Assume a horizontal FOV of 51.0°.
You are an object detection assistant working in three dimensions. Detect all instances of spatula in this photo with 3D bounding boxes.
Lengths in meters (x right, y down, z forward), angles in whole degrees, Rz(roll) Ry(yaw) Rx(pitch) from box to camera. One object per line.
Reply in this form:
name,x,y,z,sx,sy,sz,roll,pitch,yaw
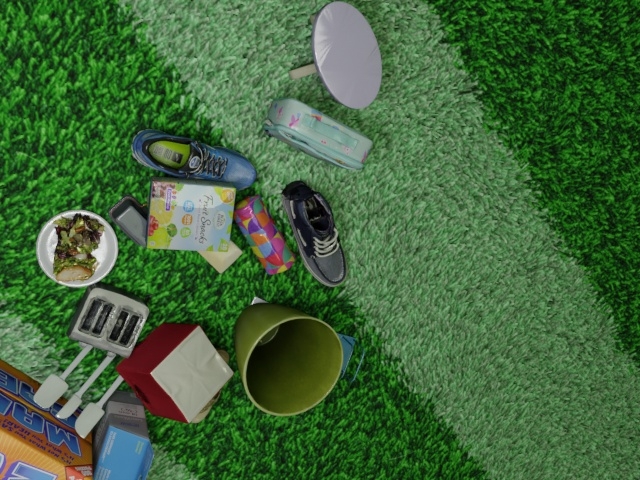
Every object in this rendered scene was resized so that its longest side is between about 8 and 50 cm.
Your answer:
spatula,-0.605,0.367,1.745,0.168,0.019,0.242,39,49,-7

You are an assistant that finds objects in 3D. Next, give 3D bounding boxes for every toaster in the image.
toaster,-0.550,0.203,1.759,0.168,0.110,0.185,26,86,-22

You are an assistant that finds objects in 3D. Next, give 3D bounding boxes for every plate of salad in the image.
plate of salad,-0.622,0.020,1.713,0.200,0.048,0.199,1,88,-13

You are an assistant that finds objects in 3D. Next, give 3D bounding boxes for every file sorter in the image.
file sorter,0.029,0.341,2.010,0.170,0.104,0.118,19,95,-22

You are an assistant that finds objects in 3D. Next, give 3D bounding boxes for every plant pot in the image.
plant pot,-0.126,0.285,1.832,0.275,0.293,0.274,-7,108,-24

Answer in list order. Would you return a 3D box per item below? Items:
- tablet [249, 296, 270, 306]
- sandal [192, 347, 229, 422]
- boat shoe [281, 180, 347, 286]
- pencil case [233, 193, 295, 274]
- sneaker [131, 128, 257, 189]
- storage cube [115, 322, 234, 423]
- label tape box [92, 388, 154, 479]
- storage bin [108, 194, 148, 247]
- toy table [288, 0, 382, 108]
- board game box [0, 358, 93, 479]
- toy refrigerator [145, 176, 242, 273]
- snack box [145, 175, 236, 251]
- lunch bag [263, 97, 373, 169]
tablet,-0.187,0.210,1.955,0.054,0.006,0.083,28,93,-23
sandal,-0.324,0.427,1.917,0.088,0.079,0.240,22,95,-23
boat shoe,0.000,0.000,1.889,0.127,0.158,0.340,-32,111,-10
pencil case,-0.158,-0.015,1.866,0.104,0.104,0.236,-33,113,-10
sneaker,-0.320,-0.195,1.736,0.330,0.147,0.129,12,98,-22
storage cube,-0.384,0.344,1.782,0.215,0.193,0.183,-45,115,-34
label tape box,-0.532,0.565,1.737,0.106,0.334,0.240,17,96,-22
storage bin,-0.474,-0.047,1.746,0.098,0.091,0.135,-43,113,-6
toy table,0.049,-0.490,1.791,0.252,0.161,0.274,-14,108,-17
board game box,-0.812,0.544,1.621,0.356,0.356,0.356,41,86,-23
toy refrigerator,-0.339,-0.037,1.791,0.094,0.102,0.269,-44,113,-5
snack box,-0.328,-0.065,1.689,0.207,0.070,0.174,2,108,-21
lunch bag,-0.012,-0.281,1.784,0.279,0.224,0.107,22,94,-24
